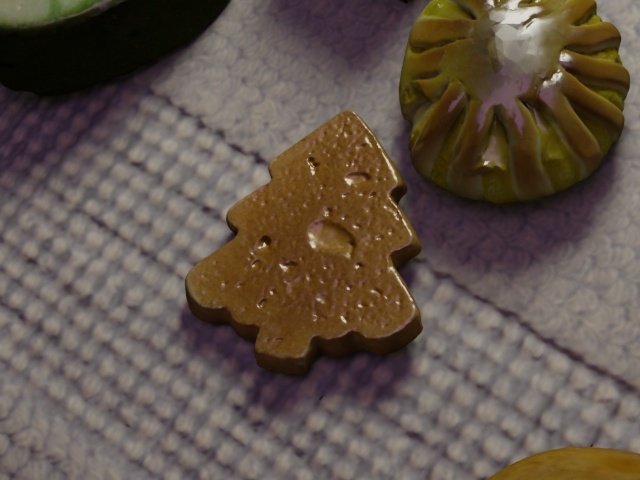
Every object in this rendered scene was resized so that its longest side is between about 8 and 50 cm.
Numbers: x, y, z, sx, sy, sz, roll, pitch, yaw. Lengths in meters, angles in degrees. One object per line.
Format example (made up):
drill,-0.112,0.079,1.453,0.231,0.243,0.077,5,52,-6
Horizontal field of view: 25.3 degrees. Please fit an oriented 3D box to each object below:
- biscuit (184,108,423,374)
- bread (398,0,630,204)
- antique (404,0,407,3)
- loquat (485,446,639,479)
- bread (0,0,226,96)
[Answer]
biscuit,0.000,0.000,1.210,0.212,0.041,0.239,8,68,22
bread,0.161,-0.135,1.200,0.213,0.105,0.213,-4,65,8
antique,0.062,-0.331,1.284,0.146,0.148,0.152,37,76,22
loquat,0.184,0.268,0.948,0.263,0.263,0.263,-5,66,11
bread,-0.247,-0.319,1.358,0.366,0.129,0.382,11,70,14
